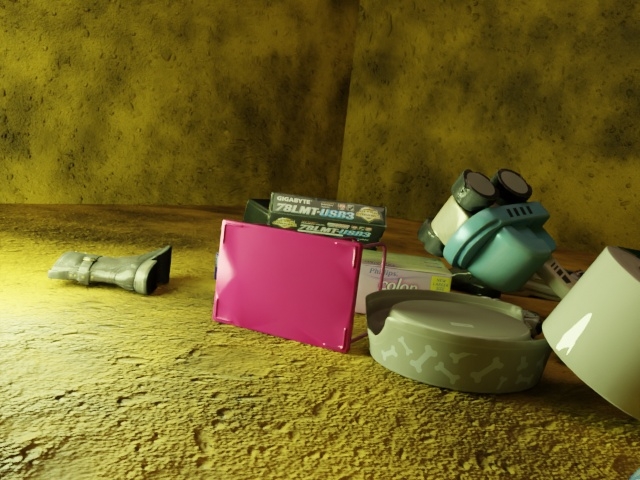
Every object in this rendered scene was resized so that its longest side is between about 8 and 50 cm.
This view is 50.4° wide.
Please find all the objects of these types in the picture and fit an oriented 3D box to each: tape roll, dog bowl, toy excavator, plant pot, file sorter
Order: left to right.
[{"bbox_3d":[-0.117,-0.009,2.025,0.167,0.187,0.188,28,19,37],"label":"plant pot"},{"bbox_3d":[-0.034,0.077,1.349,0.291,0.201,0.182,10,7,25],"label":"file sorter"},{"bbox_3d":[0.246,0.175,1.229,0.349,0.102,0.349,6,8,-1],"label":"dog bowl"},{"bbox_3d":[0.530,0.049,1.706,0.433,0.222,0.445,-8,54,-39],"label":"toy excavator"},{"bbox_3d":[0.502,0.146,1.069,0.246,0.169,0.246,27,22,-12],"label":"tape roll"}]

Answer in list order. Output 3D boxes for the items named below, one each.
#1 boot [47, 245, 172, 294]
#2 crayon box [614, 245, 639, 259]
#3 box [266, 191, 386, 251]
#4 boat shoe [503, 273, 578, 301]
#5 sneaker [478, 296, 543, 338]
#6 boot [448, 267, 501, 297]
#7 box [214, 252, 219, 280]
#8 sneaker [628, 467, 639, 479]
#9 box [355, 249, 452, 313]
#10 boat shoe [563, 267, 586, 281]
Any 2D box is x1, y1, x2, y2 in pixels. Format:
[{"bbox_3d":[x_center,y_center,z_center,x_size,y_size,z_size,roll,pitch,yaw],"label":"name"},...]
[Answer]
[{"bbox_3d":[-0.474,0.052,1.563,0.229,0.091,0.263,8,10,3],"label":"boot"},{"bbox_3d":[0.804,0.150,1.396,0.313,0.106,0.363,5,26,-41],"label":"crayon box"},{"bbox_3d":[0.000,0.000,1.788,0.296,0.073,0.293,6,-35,-6],"label":"box"},{"bbox_3d":[0.663,0.115,1.995,0.303,0.103,0.113,6,8,-3],"label":"boat shoe"},{"bbox_3d":[0.406,0.171,1.461,0.132,0.086,0.229,14,9,29],"label":"sneaker"},{"bbox_3d":[0.420,0.064,1.955,0.247,0.161,0.083,12,9,33],"label":"boot"},{"bbox_3d":[-0.180,0.078,1.681,0.126,0.072,0.137,3,8,-28],"label":"box"},{"bbox_3d":[0.456,0.269,0.635,0.330,0.129,0.147,10,11,24],"label":"sneaker"},{"bbox_3d":[0.189,0.104,1.637,0.214,0.117,0.243,7,7,2],"label":"box"},{"bbox_3d":[0.749,0.109,2.134,0.335,0.095,0.112,12,9,34],"label":"boat shoe"}]
